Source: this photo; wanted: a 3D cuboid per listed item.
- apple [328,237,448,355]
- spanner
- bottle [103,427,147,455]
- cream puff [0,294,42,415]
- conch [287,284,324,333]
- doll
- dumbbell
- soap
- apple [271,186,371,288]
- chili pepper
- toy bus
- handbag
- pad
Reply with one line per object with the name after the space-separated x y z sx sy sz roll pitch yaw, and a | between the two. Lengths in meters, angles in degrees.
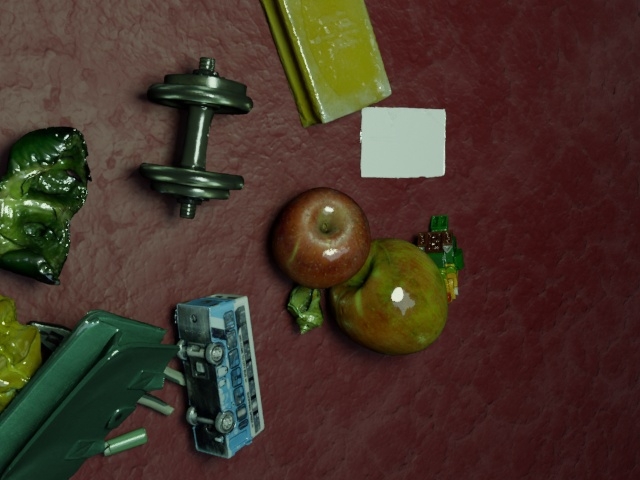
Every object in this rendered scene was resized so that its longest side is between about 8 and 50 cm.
0.148 0.125 1.550 0.226 0.246 0.246 38 78 -30 | apple
-0.393 0.229 1.361 0.324 0.040 0.096 34 79 -29 | spanner
-0.373 0.383 1.396 0.083 0.030 0.030 -15 103 -25 | bottle
-0.552 0.170 1.179 0.221 0.195 0.195 37 77 -1 | cream puff
-0.030 0.136 1.526 0.089 0.074 0.121 41 52 -48 | conch
0.272 0.052 1.665 0.106 0.134 0.186 -4 109 16 | doll
-0.222 -0.183 1.317 0.192 0.192 0.290 6 94 -29 | dumbbell
0.011 -0.406 1.476 0.199 0.091 0.315 -26 107 -22 | soap
0.000 0.000 1.475 0.201 0.162 0.201 3 68 -8 | apple
-0.478 -0.069 1.249 0.148 0.116 0.265 15 88 -18 | chili pepper
-0.194 0.256 1.422 0.131 0.106 0.297 -21 108 -52 | toy bus
-0.398 0.276 1.236 0.326 0.089 0.238 -51 158 2 | handbag
0.187 -0.218 1.641 0.232 0.004 0.157 -4 99 -28 | pad
